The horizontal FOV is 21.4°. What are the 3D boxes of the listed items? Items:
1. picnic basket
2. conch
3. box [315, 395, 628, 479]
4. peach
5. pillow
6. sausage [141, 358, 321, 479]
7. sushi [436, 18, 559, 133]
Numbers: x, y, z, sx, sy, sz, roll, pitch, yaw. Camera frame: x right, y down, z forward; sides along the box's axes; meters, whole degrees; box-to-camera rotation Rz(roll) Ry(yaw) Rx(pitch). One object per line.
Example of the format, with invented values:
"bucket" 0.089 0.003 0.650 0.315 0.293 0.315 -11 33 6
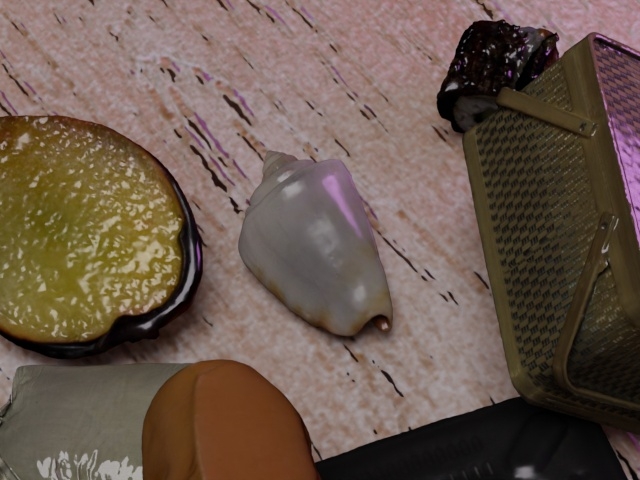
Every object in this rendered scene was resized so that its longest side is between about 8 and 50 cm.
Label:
"picnic basket" 0.219 -0.001 1.234 0.139 0.165 0.267 -38 46 39
"conch" -0.003 0.004 1.357 0.104 0.094 0.176 -26 85 -22
"box" 0.094 0.246 1.164 0.290 0.073 0.289 -17 45 -2
"peach" -0.211 -0.005 1.387 0.189 0.068 0.279 -45 65 -9
"pillow" -0.156 0.153 1.276 0.181 0.078 0.134 1 53 9
"sausage" -0.056 0.182 1.120 0.120 0.136 0.241 6 39 -17
"sushi" 0.149 -0.133 1.390 0.094 0.098 0.084 9 58 19
